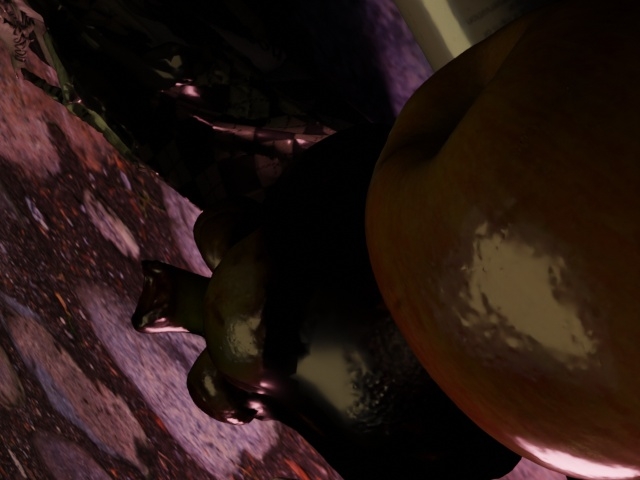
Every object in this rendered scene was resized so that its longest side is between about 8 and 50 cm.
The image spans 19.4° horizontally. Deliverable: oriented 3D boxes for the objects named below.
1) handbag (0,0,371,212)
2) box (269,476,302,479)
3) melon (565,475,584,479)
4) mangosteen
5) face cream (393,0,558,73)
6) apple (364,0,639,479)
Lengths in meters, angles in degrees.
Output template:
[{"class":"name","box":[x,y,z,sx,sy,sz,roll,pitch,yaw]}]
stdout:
[{"class":"handbag","box":[-0.162,-0.165,1.422,0.416,0.180,0.316,42,-173,27]},{"class":"box","box":[0.149,0.238,1.322,0.200,0.343,0.065,10,87,59]},{"class":"melon","box":[0.227,0.155,1.304,0.130,0.098,0.098,16,135,52]},{"class":"mangosteen","box":[0.026,0.043,1.272,0.287,0.287,0.233,43,114,27]},{"class":"face cream","box":[0.132,-0.089,1.172,0.311,0.092,0.092,60,157,-8]},{"class":"apple","box":[0.149,-0.011,1.011,0.264,0.264,0.264,43,154,27]}]
